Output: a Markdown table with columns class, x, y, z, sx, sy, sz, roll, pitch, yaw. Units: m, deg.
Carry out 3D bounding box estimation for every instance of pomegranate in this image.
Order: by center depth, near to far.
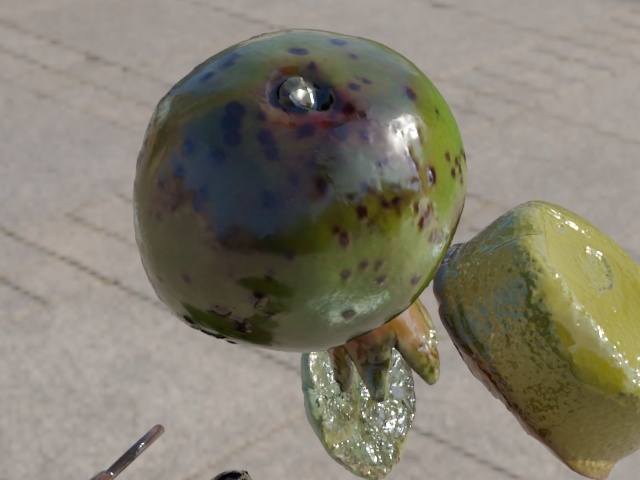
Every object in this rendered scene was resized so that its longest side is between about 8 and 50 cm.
| class | x | y | z | sx | sy | sz | roll | pitch | yaw |
| --- | --- | --- | --- | --- | --- | --- | --- | --- | --- |
| pomegranate | -0.013 | 0.003 | 1.073 | 0.231 | 0.285 | 0.231 | -4 | 27 | 2 |

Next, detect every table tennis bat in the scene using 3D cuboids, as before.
| class | x | y | z | sx | sy | sz | roll | pitch | yaw |
| --- | --- | --- | --- | --- | --- | --- | --- | --- | --- |
| table tennis bat | -0.143 | 0.234 | 1.317 | 0.119 | 0.107 | 0.170 | 46 | 7 | 1 |

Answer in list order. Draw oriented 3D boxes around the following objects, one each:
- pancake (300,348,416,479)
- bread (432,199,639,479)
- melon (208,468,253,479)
| class | x | y | z | sx | sy | sz | roll | pitch | yaw |
| --- | --- | --- | --- | --- | --- | --- | --- | --- | --- |
| pancake | 0.055 | 0.216 | 2.206 | 0.037 | 0.253 | 0.253 | -15 | 9 | 36 |
| bread | 0.230 | 0.089 | 1.472 | 0.270 | 0.148 | 0.270 | 37 | 29 | -24 |
| melon | -0.069 | 0.217 | 0.916 | 0.160 | 0.128 | 0.079 | -43 | 3 | -17 |
